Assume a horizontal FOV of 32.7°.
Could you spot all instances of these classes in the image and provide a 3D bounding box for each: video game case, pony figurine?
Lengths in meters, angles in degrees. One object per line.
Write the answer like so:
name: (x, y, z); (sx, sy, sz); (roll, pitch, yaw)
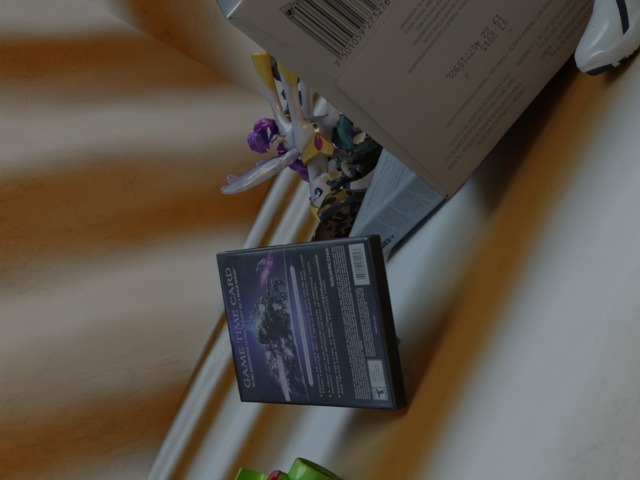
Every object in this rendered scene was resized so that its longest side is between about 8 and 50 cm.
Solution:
video game case: (-0.018, 0.100, 1.304); (0.274, 0.026, 0.196); (-6, 94, 48)
pony figurine: (-0.042, -0.197, 2.150); (0.351, 0.303, 0.363); (-158, 56, -71)

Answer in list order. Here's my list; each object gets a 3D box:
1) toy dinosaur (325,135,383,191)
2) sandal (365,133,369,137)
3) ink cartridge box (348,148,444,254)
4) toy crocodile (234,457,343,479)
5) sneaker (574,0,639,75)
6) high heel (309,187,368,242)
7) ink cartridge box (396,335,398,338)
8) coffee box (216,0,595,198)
toy dinosaur: (0.065, -0.131, 1.811); (0.118, 0.064, 0.268); (-34, 3, 34)
sandal: (0.126, -0.253, 2.136); (0.090, 0.060, 0.219); (-86, 7, -70)
ink cartridge box: (0.180, -0.173, 1.605); (0.330, 0.071, 0.324); (-44, 19, 54)
toy crocodile: (-0.031, 0.314, 1.210); (0.115, 0.105, 0.340); (-63, 9, -2)
sneaker: (0.285, -0.293, 1.081); (0.235, 0.153, 0.094); (-58, 8, 26)
high heel: (0.000, 0.000, 1.787); (0.186, 0.093, 0.261); (-18, -24, -50)
ink cartridge box: (-0.018, 0.104, 1.505); (0.065, 0.186, 0.311); (-59, 9, -10)
coffee box: (0.102, -0.319, 1.329); (0.337, 0.338, 0.334); (-50, 19, 10)
